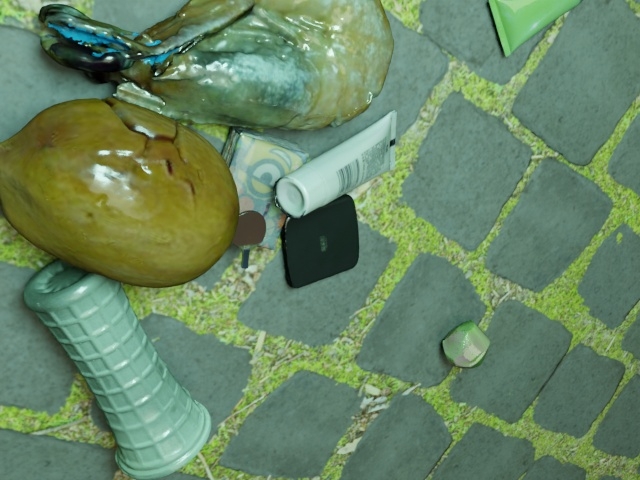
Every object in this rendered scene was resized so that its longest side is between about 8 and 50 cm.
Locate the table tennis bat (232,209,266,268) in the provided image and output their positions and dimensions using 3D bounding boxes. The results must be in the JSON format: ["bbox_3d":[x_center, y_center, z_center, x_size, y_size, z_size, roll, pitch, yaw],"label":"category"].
[{"bbox_3d":[-0.097,-0.001,0.948,0.050,0.007,0.083,-4,116,-28],"label":"table tennis bat"}]

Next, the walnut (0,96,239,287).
[{"bbox_3d":[-0.224,-0.056,0.800,0.298,0.203,0.203,16,105,-41],"label":"walnut"}]

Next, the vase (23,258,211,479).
[{"bbox_3d":[-0.264,0.159,0.937,0.143,0.143,0.299,-28,120,-14],"label":"vase"}]

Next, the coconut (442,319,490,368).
[{"bbox_3d":[0.257,0.189,1.267,0.081,0.082,0.083,51,41,-11],"label":"coconut"}]

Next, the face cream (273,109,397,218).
[{"bbox_3d":[0.036,-0.102,0.982,0.244,0.058,0.092,-32,131,-43],"label":"face cream"}]

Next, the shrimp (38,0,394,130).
[{"bbox_3d":[-0.096,-0.238,0.855,0.446,0.110,0.221,-8,111,-29],"label":"shrimp"}]

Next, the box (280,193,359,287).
[{"bbox_3d":[0.000,0.000,1.067,0.125,0.027,0.126,-19,120,-23],"label":"box"}]

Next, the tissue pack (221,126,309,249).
[{"bbox_3d":[-0.090,-0.069,0.960,0.109,0.060,0.148,13,106,-32],"label":"tissue pack"}]

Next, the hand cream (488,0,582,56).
[{"bbox_3d":[0.331,-0.358,1.062,0.175,0.046,0.095,-32,126,-4],"label":"hand cream"}]
